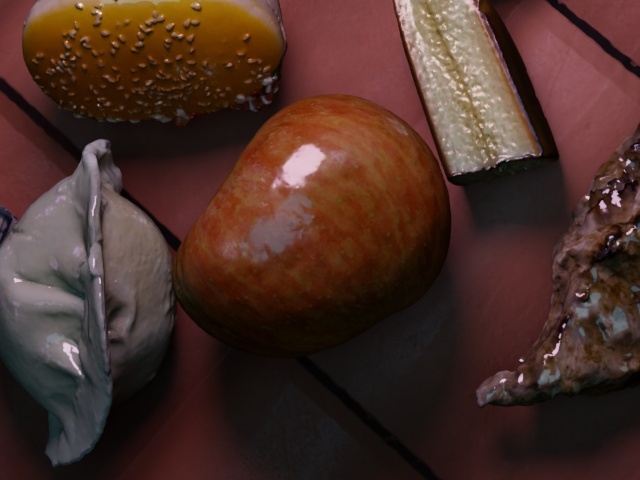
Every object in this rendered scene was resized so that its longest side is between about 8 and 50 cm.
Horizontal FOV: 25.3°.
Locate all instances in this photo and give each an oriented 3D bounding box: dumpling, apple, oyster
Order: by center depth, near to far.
[{"bbox_3d":[0.000,0.000,1.530,0.250,0.277,0.309,36,111,-6],"label":"apple"},{"bbox_3d":[0.345,0.052,1.545,0.204,0.111,0.396,29,90,7],"label":"oyster"},{"bbox_3d":[-0.257,0.063,1.620,0.270,0.211,0.321,-16,101,46],"label":"dumpling"}]

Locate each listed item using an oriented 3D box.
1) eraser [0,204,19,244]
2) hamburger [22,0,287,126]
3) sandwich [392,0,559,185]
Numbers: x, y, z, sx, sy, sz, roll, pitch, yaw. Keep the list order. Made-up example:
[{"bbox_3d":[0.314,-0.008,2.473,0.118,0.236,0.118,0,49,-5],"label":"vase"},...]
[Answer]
[{"bbox_3d":[-0.446,0.083,1.652,0.086,0.130,0.287,17,76,7],"label":"eraser"},{"bbox_3d":[-0.184,-0.225,1.598,0.295,0.227,0.151,-1,65,14],"label":"hamburger"},{"bbox_3d":[0.167,-0.180,1.575,0.122,0.128,0.236,-20,84,14],"label":"sandwich"}]
